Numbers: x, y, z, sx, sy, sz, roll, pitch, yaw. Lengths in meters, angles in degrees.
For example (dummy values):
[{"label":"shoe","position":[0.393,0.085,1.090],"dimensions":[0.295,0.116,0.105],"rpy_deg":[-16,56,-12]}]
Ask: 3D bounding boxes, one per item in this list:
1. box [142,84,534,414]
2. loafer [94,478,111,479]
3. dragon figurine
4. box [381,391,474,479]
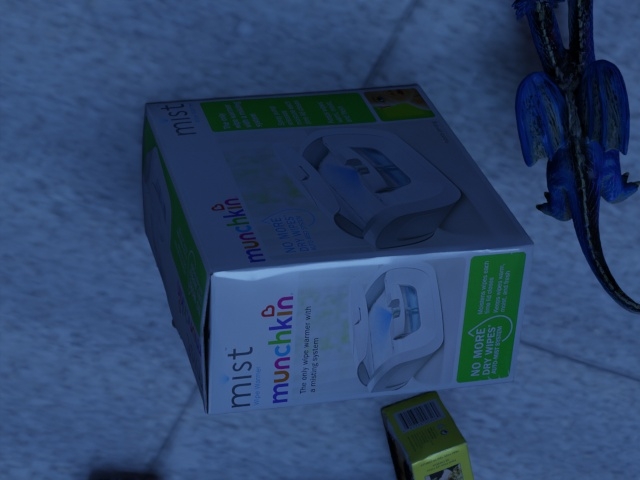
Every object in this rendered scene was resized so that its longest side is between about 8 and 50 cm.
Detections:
[{"label":"box","position":[0.000,0.000,1.203],"dimensions":[0.231,0.262,0.127],"rpy_deg":[-4,121,-14]},{"label":"loafer","position":[-0.154,0.321,1.456],"dimensions":[0.087,0.094,0.251],"rpy_deg":[-8,123,-8]},{"label":"dragon figurine","position":[0.197,-0.087,1.248],"dimensions":[0.085,0.289,0.144],"rpy_deg":[-8,155,11]},{"label":"box","position":[0.114,0.257,1.506],"dimensions":[0.058,0.087,0.232],"rpy_deg":[-20,123,-7]}]
